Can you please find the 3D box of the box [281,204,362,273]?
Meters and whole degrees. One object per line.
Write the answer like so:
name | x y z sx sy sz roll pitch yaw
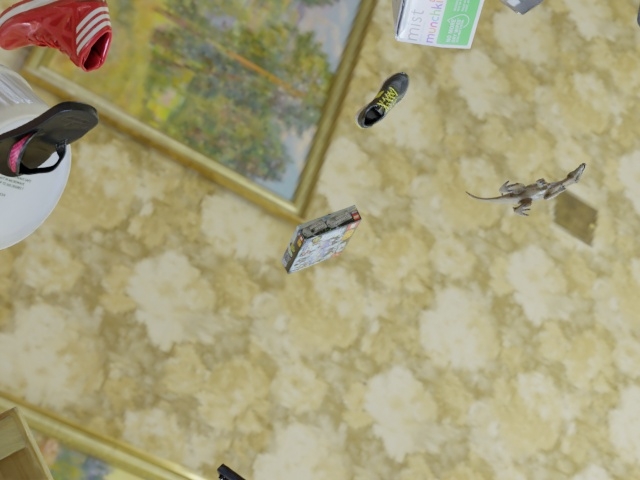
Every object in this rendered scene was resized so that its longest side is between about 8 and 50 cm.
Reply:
box | 0.000 0.000 1.566 0.027 0.094 0.137 63 -20 15

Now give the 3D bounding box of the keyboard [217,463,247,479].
keyboard | -0.044 0.309 1.130 0.023 0.108 0.180 -38 -148 -22

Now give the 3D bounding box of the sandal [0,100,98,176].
sandal | -0.297 -0.096 1.127 0.179 0.067 0.040 -22 -113 43

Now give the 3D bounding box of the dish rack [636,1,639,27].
dish rack | 0.468 -0.289 1.069 0.208 0.272 0.074 77 23 -61

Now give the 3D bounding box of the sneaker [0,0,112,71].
sneaker | -0.411 -0.307 1.644 0.221 0.087 0.128 -20 -97 34

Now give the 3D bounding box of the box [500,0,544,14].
box | 0.097 -0.321 0.744 0.097 0.318 0.395 -59 -173 -5

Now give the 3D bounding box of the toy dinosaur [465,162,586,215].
toy dinosaur | 0.284 -0.063 1.504 0.183 0.053 0.092 -13 -178 25

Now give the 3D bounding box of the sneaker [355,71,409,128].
sneaker | 0.075 -0.160 1.248 0.083 0.031 0.035 -49 -165 11

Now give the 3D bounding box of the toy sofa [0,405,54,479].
toy sofa | -0.400 0.301 1.077 0.177 0.150 0.362 -25 -178 2

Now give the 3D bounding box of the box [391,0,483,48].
box | 0.184 -0.463 1.605 0.231 0.127 0.262 -92 -170 -46

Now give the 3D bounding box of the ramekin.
ramekin | -0.473 -0.105 1.508 0.273 0.127 0.273 -43 151 -32
